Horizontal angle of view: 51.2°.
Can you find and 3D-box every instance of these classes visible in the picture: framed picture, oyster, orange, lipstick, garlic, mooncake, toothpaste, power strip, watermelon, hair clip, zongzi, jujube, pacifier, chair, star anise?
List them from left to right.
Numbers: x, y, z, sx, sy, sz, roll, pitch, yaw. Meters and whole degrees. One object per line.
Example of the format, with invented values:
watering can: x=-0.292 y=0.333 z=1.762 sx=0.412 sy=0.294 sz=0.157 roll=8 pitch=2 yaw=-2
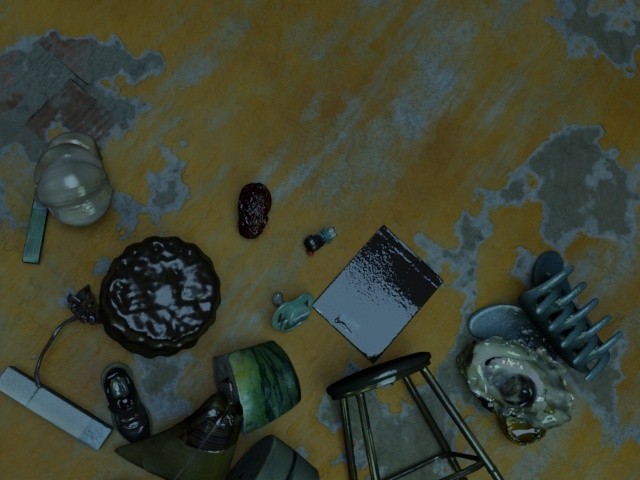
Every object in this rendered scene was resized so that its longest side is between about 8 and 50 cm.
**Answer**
toothpaste: x=-0.785 y=-0.024 z=1.846 sx=0.043 sy=0.037 sz=0.178 roll=8 pitch=80 yaw=-12
lipstick: x=-0.703 y=0.444 z=1.771 sx=0.317 sy=0.066 sz=0.068 roll=33 pitch=77 yaw=-3
garlic: x=-0.686 y=-0.169 z=1.813 sx=0.203 sy=0.185 sz=0.281 roll=-19 pitch=85 yaw=-5
star anise: x=-0.677 y=0.258 z=1.804 sx=0.227 sy=0.218 sz=0.148 roll=-41 pitch=127 yaw=10
mooncake: x=-0.424 y=0.145 z=1.781 sx=0.324 sy=0.187 sz=0.324 roll=6 pitch=70 yaw=-18
zongzi: x=-0.369 y=0.492 z=1.705 sx=0.318 sy=0.154 sz=0.289 roll=18 pitch=108 yaw=5
watermelon: x=-0.189 y=0.403 z=1.850 sx=0.262 sy=0.201 sz=0.212 roll=-7 pitch=80 yaw=-53
jujube: x=-0.190 y=-0.087 z=1.935 sx=0.104 sy=0.104 sz=0.165 roll=1 pitch=85 yaw=-10
power strip: x=-0.159 y=0.666 z=1.685 sx=0.161 sy=0.357 sz=0.357 roll=41 pitch=77 yaw=-5
pacifier: x=-0.093 y=0.195 z=1.918 sx=0.150 sy=0.126 sz=0.117 roll=-30 pitch=50 yaw=-29
framed picture: x=0.175 y=0.158 z=2.004 sx=0.255 sy=0.014 sz=0.338 roll=42 pitch=76 yaw=-1
chair: x=0.219 y=0.533 z=1.785 sx=0.362 sy=0.364 sz=0.410 roll=-19 pitch=81 yaw=-12
oyster: x=0.549 y=0.390 z=1.909 sx=0.351 sy=0.115 sz=0.237 roll=16 pitch=98 yaw=33
orange: x=0.588 y=0.520 z=1.971 sx=0.160 sy=0.112 sz=0.170 roll=41 pitch=59 yaw=14
hair clip: x=0.700 y=0.243 z=1.974 sx=0.392 sy=0.238 sz=0.318 roll=-36 pitch=91 yaw=-14

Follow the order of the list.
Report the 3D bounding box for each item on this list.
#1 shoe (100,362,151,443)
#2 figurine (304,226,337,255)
shoe: x=-0.523 y=0.437 z=1.781 sx=0.099 sy=0.112 sz=0.227 roll=-21 pitch=84 yaw=-14
figurine: x=0.000 y=0.000 z=1.983 sx=0.106 sy=0.047 sz=0.060 roll=-29 pitch=123 yaw=-20
